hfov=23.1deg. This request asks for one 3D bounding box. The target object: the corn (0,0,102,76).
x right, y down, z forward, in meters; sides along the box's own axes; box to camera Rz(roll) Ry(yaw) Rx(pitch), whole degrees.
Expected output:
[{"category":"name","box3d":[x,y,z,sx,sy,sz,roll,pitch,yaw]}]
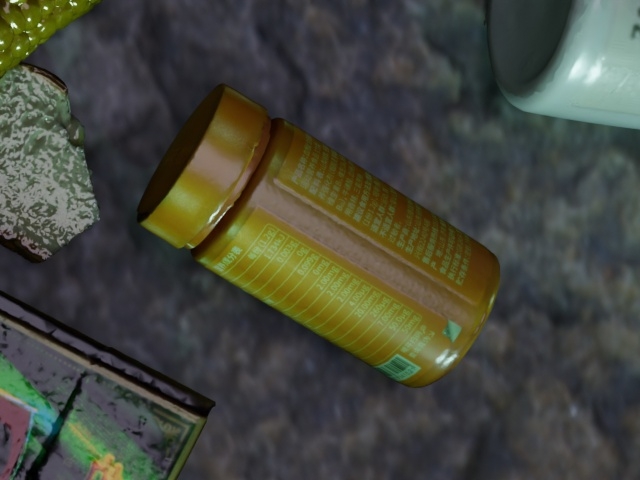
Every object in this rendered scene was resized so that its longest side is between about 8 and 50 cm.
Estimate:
[{"category":"corn","box3d":[-0.220,-0.115,0.818,0.322,0.119,0.119,-36,98,-23]}]

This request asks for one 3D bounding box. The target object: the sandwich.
[{"category":"sandwich","box3d":[-0.161,-0.044,0.872,0.093,0.036,0.104,22,80,-15]}]

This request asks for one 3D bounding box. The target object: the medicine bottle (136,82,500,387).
[{"category":"medicine bottle","box3d":[0.000,0.000,0.889,0.192,0.096,0.096,31,79,-14]}]

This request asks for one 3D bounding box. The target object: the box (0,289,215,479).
[{"category":"box","box3d":[-0.200,0.103,0.835,0.240,0.071,0.159,29,77,-14]}]

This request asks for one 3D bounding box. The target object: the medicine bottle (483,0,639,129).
[{"category":"medicine bottle","box3d":[0.240,-0.131,0.949,0.252,0.144,0.144,8,85,-18]}]
